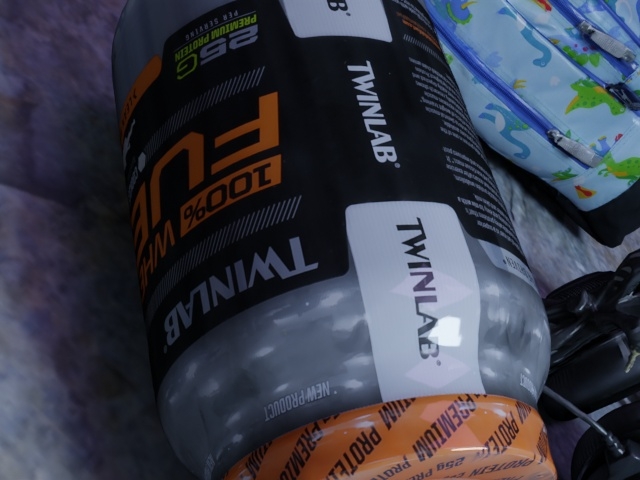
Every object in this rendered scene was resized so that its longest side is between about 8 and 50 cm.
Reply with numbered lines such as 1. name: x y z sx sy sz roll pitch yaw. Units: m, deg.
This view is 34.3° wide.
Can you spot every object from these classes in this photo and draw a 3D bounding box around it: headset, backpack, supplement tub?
1. headset: 0.244 0.113 0.725 0.394 0.185 0.243 31 35 -45
2. backpack: 0.190 -0.207 0.957 0.355 0.273 0.290 24 46 -15
3. supplement tub: 0.000 0.000 0.543 0.193 0.193 0.316 18 44 -39
